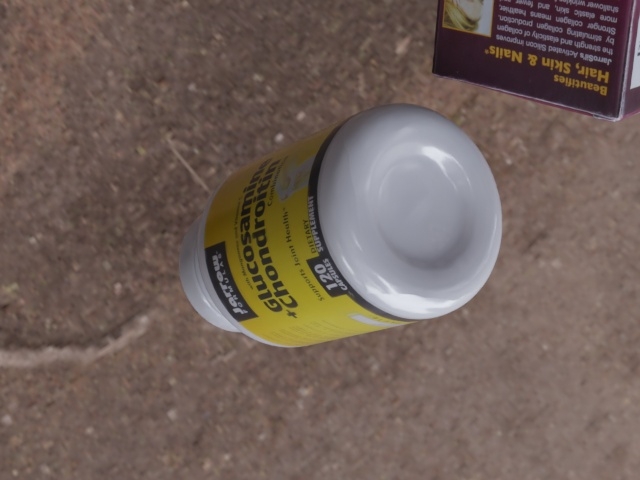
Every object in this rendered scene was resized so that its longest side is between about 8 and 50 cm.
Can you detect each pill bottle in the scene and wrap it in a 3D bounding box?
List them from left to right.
[{"bbox_3d":[0.000,0.000,0.696,0.103,0.184,0.103,7,76,-31],"label":"pill bottle"}]

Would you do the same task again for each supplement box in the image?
[{"bbox_3d":[0.121,-0.161,0.622,0.080,0.104,0.188,-21,122,-47],"label":"supplement box"}]
